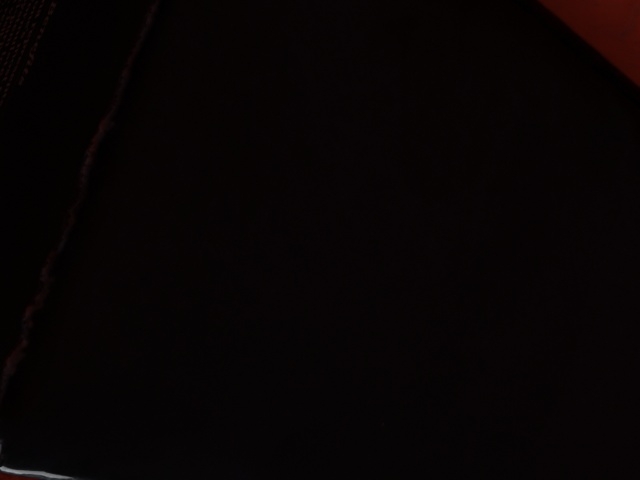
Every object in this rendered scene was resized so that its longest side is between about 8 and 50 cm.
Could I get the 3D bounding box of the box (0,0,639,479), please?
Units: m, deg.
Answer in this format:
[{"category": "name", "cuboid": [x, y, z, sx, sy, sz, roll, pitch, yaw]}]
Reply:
[{"category": "box", "cuboid": [-0.035, 0.003, 0.612, 0.479, 0.297, 0.471, 24, 174, -36]}]
